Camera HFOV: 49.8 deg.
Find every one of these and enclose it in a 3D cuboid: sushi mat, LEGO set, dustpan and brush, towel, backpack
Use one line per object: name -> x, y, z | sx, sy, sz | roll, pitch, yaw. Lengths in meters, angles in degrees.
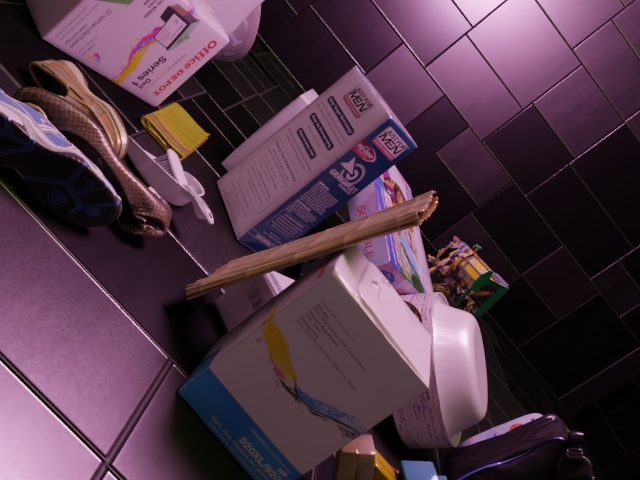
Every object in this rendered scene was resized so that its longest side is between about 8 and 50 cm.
sushi mat -> -0.007, 0.004, 0.874 | 0.019, 0.317, 0.151 | 69, 19, -6
LEGO set -> 0.266, 0.115, 1.625 | 0.255, 0.331, 0.192 | 9, 35, -51
dustpan and brush -> -0.221, -0.087, 1.079 | 0.147, 0.060, 0.211 | 33, 23, -52
towel -> -0.272, -0.214, 1.318 | 0.102, 0.021, 0.237 | 50, 14, -12
backpack -> 0.369, 0.462, 1.230 | 0.263, 0.277, 0.213 | 64, 14, -7

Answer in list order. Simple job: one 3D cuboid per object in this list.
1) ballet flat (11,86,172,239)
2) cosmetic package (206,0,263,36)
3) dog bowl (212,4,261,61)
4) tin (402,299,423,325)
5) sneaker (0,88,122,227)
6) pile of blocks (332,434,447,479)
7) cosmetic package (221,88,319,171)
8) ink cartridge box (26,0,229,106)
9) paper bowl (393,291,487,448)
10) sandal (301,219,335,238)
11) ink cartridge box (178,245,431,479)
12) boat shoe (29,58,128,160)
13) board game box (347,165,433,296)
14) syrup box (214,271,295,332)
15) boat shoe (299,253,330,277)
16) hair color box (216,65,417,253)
ballet flat -> -0.288, -0.087, 0.866 | 0.250, 0.084, 0.058 | 49, 38, -27
cosmetic package -> -0.358, -0.618, 1.417 | 0.393, 0.329, 0.327 | 55, 14, 18
dog bowl -> -0.284, -0.614, 1.705 | 0.102, 0.348, 0.348 | -18, 65, -34
tin -> 0.081, 0.161, 1.169 | 0.040, 0.190, 0.106 | 68, 10, -51
sneaker -> -0.310, -0.099, 0.788 | 0.211, 0.080, 0.081 | 46, 18, -28
pile of blocks -> 0.140, 0.355, 0.882 | 0.362, 0.149, 0.112 | 55, 7, -16
cosmetic package -> -0.071, -0.205, 1.508 | 0.138, 0.225, 0.224 | 49, 14, -8
ink cartridge box -> -0.324, -0.383, 1.200 | 0.117, 0.201, 0.278 | 60, 15, 26
paper bowl -> 0.222, 0.237, 1.271 | 0.284, 0.148, 0.284 | -7, 90, -72
sandal -> 0.000, 0.000, 1.564 | 0.219, 0.090, 0.060 | 41, -6, -12
ink cartridge box -> -0.008, 0.143, 0.821 | 0.168, 0.233, 0.171 | 51, 14, -3
boat shoe -> -0.341, -0.178, 0.949 | 0.190, 0.068, 0.072 | 46, 24, 20
board game box -> 0.138, -0.033, 1.401 | 0.318, 0.066, 0.318 | 42, 35, -57
syrup box -> -0.042, 0.125, 1.044 | 0.237, 0.096, 0.093 | 29, 26, -56
boat shoe -> 0.003, 0.066, 1.422 | 0.083, 0.065, 0.183 | 56, 17, -13
hair color box -> -0.015, -0.138, 1.264 | 0.105, 0.347, 0.173 | 37, 21, -46
